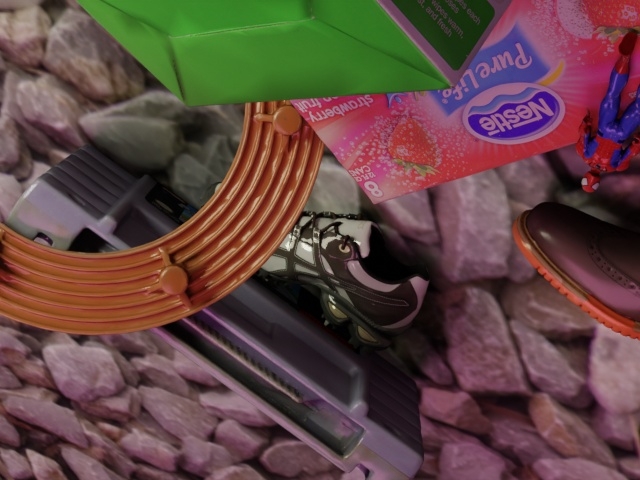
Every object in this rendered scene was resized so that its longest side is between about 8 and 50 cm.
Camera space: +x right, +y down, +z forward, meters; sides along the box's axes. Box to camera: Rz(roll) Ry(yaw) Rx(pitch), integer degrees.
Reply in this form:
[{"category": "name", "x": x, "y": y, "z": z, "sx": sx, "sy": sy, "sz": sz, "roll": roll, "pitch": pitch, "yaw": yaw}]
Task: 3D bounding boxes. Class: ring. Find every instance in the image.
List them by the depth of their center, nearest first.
[{"category": "ring", "x": -0.162, "y": -0.098, "z": 1.171, "sx": 0.336, "sy": 0.337, "sz": 0.032, "roll": 35, "pitch": -176, "yaw": -4}]

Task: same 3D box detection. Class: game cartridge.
[{"category": "game cartridge", "x": -0.071, "y": 0.052, "z": 1.320, "sx": 0.355, "sy": 0.230, "sz": 0.068, "roll": 36, "pitch": 103, "yaw": -5}]

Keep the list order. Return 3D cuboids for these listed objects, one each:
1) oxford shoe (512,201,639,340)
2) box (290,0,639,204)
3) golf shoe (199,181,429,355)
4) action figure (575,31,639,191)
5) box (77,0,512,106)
[{"category": "oxford shoe", "x": 0.269, "y": 0.024, "z": 1.166, "sx": 0.271, "sy": 0.097, "sz": 0.098, "roll": 24, "pitch": 122, "yaw": 2}, {"category": "box", "x": 0.122, "y": -0.148, "z": 1.022, "sx": 0.300, "sy": 0.142, "sz": 0.154, "roll": -16, "pitch": 124, "yaw": 43}, {"category": "golf shoe", "x": 0.000, "y": 0.000, "z": 1.332, "sx": 0.198, "sy": 0.077, "sz": 0.094, "roll": 34, "pitch": 124, "yaw": -5}, {"category": "action figure", "x": 0.168, "y": -0.067, "z": 0.946, "sx": 0.038, "sy": 0.030, "sz": 0.115, "roll": 19, "pitch": 144, "yaw": 5}, {"category": "box", "x": 0.012, "y": -0.203, "z": 0.913, "sx": 0.127, "sy": 0.231, "sz": 0.262, "roll": 45, "pitch": 157, "yaw": -28}]
